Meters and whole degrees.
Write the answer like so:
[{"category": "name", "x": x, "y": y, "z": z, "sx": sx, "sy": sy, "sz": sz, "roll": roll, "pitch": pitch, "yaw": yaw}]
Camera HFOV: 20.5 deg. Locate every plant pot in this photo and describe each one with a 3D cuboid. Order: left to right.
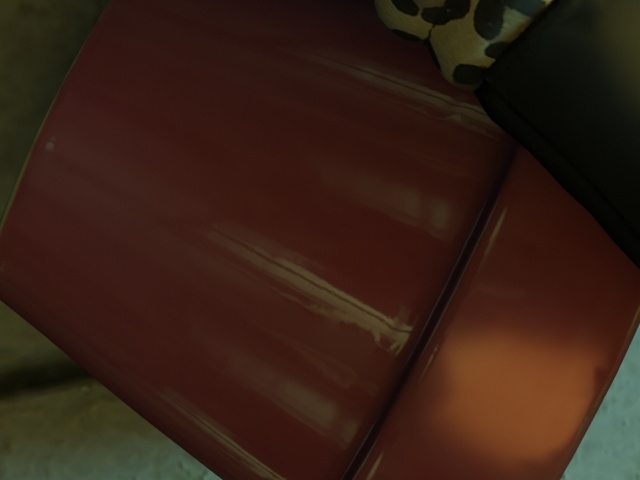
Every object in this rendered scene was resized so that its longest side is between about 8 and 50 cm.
[{"category": "plant pot", "x": 0.000, "y": 0.000, "z": 0.580, "sx": 0.180, "sy": 0.201, "sz": 0.201, "roll": 27, "pitch": 112, "yaw": -1}]

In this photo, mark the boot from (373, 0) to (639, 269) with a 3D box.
[{"category": "boot", "x": 0.205, "y": -0.085, "z": 0.488, "sx": 0.284, "sy": 0.138, "sz": 0.377, "roll": 45, "pitch": 71, "yaw": 3}]
